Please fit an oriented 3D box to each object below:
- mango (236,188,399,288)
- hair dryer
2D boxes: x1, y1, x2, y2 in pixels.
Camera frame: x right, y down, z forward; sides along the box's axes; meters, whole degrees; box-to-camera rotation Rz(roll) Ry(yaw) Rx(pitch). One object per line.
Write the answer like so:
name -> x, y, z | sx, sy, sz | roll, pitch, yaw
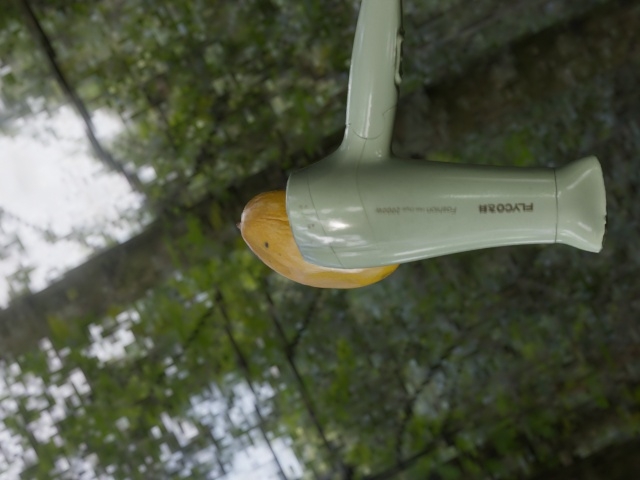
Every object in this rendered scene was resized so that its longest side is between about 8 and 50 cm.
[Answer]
mango -> 0.000, 0.000, 1.571 | 0.075, 0.190, 0.098 | -36, -45, -61
hair dryer -> 0.077, -0.103, 0.996 | 0.075, 0.206, 0.237 | -10, -85, -85
